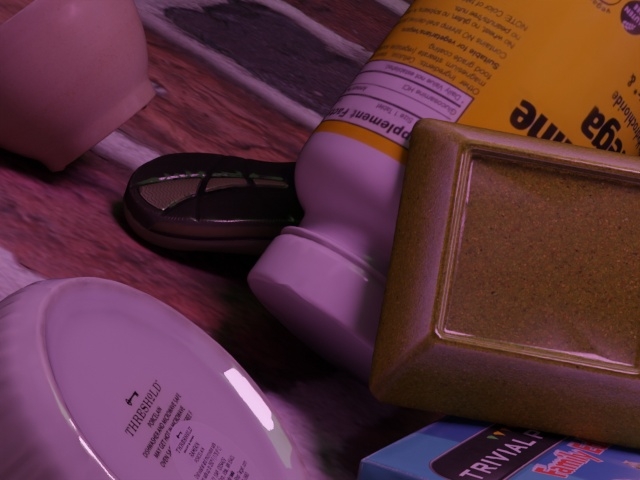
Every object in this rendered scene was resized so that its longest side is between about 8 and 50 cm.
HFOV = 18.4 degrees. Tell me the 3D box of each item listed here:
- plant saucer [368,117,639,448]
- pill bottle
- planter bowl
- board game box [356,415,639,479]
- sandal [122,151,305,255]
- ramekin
[{"bbox_3d":[0.136,0.017,1.184,0.188,0.188,0.045,10,-21,1],"label":"plant saucer"},{"bbox_3d":[0.105,-0.062,1.335,0.188,0.334,0.188,35,-12,9],"label":"pill bottle"},{"bbox_3d":[-0.187,-0.119,1.424,0.109,0.162,0.162,53,16,-9],"label":"planter bowl"},{"bbox_3d":[0.217,0.178,1.133,0.336,0.079,0.254,15,13,23],"label":"board game box"},{"bbox_3d":[-0.001,-0.001,1.470,0.303,0.086,0.120,7,30,-15],"label":"sandal"},{"bbox_3d":[-0.097,0.112,0.891,0.207,0.109,0.207,39,21,-19],"label":"ramekin"}]
